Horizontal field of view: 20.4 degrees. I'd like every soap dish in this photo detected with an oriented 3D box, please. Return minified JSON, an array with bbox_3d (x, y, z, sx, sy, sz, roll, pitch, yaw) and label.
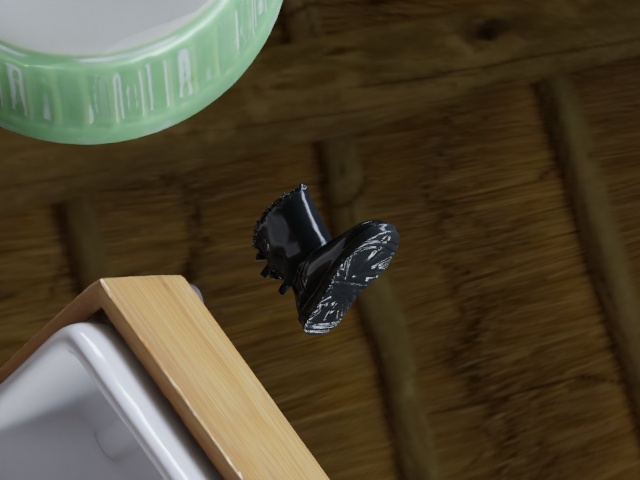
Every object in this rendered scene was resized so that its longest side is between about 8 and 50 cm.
[{"bbox_3d":[-0.105,0.178,1.264,0.291,0.118,0.229,54,-41,3],"label":"soap dish"}]

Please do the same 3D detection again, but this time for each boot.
[{"bbox_3d":[0.001,0.000,1.318,0.121,0.045,0.099,-54,-131,35],"label":"boot"}]

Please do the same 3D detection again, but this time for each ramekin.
[{"bbox_3d":[-0.167,-0.230,1.243,0.303,0.148,0.304,1,-100,-5],"label":"ramekin"}]
